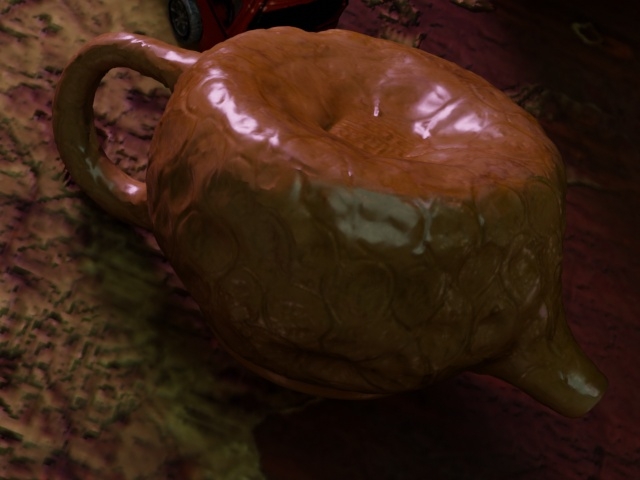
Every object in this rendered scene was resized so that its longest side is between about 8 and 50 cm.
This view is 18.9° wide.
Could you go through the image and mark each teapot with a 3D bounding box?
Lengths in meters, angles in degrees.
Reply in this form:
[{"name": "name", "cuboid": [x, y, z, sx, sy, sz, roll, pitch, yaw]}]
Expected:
[{"name": "teapot", "cuboid": [0.000, 0.000, 0.940, 0.311, 0.167, 0.203, 24, 30, 13]}]

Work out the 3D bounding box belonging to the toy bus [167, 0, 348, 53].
[{"name": "toy bus", "cuboid": [-0.057, -0.191, 1.038, 0.081, 0.089, 0.195, -17, 72, -26]}]
